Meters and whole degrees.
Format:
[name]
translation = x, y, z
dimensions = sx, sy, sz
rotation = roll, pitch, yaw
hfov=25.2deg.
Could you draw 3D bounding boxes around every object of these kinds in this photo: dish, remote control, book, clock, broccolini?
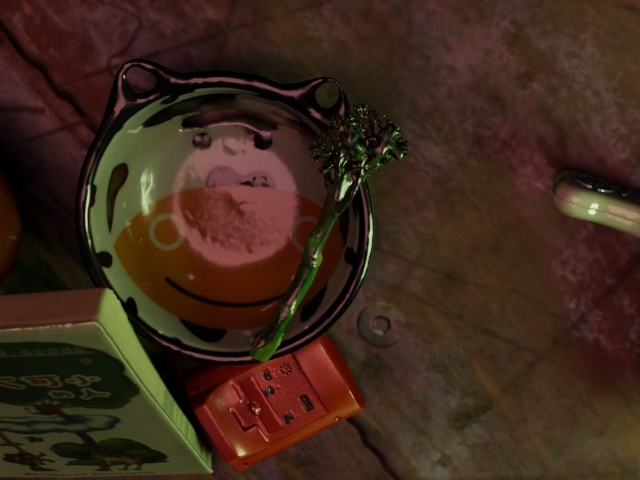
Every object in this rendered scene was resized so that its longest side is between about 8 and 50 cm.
[dish]
translation = -0.082, -0.035, 1.336
dimensions = 0.303, 0.120, 0.303
rotation = 1, 105, 5
[remote control]
translation = 0.271, -0.031, 1.305
dimensions = 0.122, 0.074, 0.032
rotation = 17, 111, 3
[book]
translation = -0.266, 0.149, 1.336
dimensions = 0.260, 0.043, 0.371
rotation = -3, 150, 10
[clock]
translation = -0.045, 0.153, 1.419
dimensions = 0.155, 0.061, 0.113
rotation = -29, 99, 14
[broccolini]
translation = -0.005, -0.001, 1.250
dimensions = 0.071, 0.057, 0.254
rotation = 38, 109, 39

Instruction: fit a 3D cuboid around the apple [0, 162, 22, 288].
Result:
[apple]
translation = -0.395, -0.004, 1.341
dimensions = 0.234, 0.234, 0.234
rotation = 3, 106, 9
